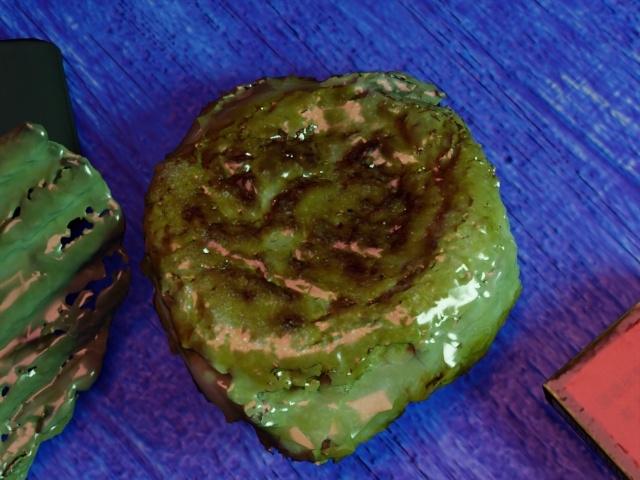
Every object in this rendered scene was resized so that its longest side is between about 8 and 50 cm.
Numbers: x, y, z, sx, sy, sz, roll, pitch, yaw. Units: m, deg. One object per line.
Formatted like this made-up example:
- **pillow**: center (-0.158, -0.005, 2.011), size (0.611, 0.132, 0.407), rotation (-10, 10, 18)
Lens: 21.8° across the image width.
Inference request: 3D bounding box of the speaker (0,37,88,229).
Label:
- **speaker**: center (-0.410, -0.067, 1.405), size (0.388, 0.184, 0.180), rotation (-16, 71, 4)

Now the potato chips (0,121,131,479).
- **potato chips**: center (-0.354, 0.061, 1.311), size (0.373, 0.097, 0.389), rotation (23, 92, -11)

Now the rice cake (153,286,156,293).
- **rice cake**: center (-0.044, 0.069, 1.375), size (0.211, 0.034, 0.043), rotation (24, 70, 17)

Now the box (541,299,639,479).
- **box**: center (0.305, 0.154, 1.266), size (0.153, 0.074, 0.240), rotation (-39, 71, -7)

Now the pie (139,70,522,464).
- **pie**: center (0.000, 0.000, 1.332), size (0.288, 0.103, 0.354), rotation (-16, 60, -6)
